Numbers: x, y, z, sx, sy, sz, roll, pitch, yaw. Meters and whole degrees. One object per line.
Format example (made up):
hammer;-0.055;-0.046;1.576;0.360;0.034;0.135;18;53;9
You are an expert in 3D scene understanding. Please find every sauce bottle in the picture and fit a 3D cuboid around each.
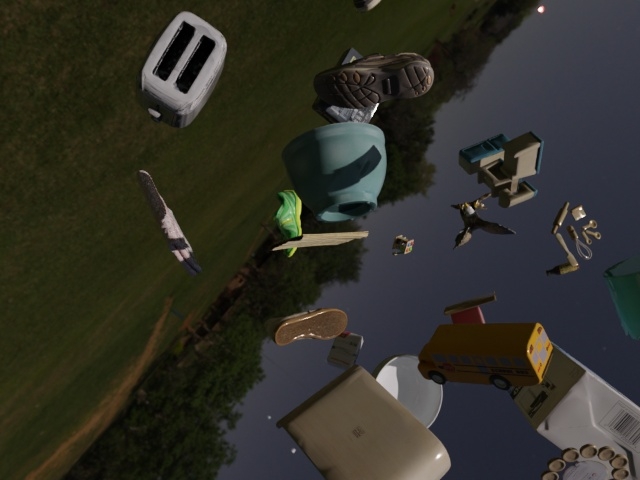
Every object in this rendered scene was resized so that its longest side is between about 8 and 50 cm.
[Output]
sauce bottle;1.010;0.121;2.037;0.128;0.042;0.042;-22;-168;11

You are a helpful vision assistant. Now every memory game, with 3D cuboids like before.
memory game;0.575;0.510;1.060;0.186;0.186;0.012;-47;-164;21

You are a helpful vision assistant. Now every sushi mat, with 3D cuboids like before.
sushi mat;0.000;0.000;1.536;0.151;0.019;0.316;-17;171;42

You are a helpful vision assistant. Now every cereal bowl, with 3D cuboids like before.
cereal bowl;0.344;0.653;2.091;0.339;0.339;0.141;-51;-171;-18

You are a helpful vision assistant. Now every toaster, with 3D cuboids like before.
toaster;-0.257;-0.327;0.920;0.227;0.129;0.146;-59;-162;-4

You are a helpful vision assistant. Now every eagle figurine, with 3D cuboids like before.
eagle figurine;0.658;-0.068;2.070;0.226;0.225;0.298;-55;-155;33

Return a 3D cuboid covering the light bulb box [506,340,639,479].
light bulb box;0.797;0.517;1.480;0.225;0.358;0.361;-54;179;8

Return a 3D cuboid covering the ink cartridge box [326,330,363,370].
ink cartridge box;0.096;0.424;1.871;0.056;0.099;0.135;73;37;-56

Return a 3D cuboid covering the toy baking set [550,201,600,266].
toy baking set;1.008;-0.031;1.925;0.256;0.196;0.030;-50;175;-21

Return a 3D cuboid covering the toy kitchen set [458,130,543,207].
toy kitchen set;0.403;-0.196;1.047;0.122;0.166;0.207;-22;-135;-5

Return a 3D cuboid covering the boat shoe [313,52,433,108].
boat shoe;0.158;-0.490;1.475;0.130;0.355;0.132;-84;170;-45

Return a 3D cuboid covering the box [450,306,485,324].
box;0.642;0.415;2.035;0.126;0.232;0.148;-18;152;17

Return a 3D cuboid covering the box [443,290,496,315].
box;0.587;0.246;1.911;0.201;0.021;0.164;-21;174;18

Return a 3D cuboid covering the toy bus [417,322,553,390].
toy bus;0.385;0.280;1.201;0.332;0.130;0.108;-12;-153;48

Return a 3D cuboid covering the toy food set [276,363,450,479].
toy food set;0.080;0.416;0.999;0.219;0.306;0.092;-29;135;-26

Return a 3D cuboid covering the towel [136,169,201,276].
towel;-0.554;-0.054;1.793;0.053;0.332;0.317;-28;156;-10

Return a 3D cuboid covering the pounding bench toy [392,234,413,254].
pounding bench toy;0.324;0.030;1.919;0.052;0.065;0.083;-17;125;-51

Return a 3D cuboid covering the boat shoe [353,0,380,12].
boat shoe;0.148;-0.726;1.255;0.102;0.092;0.285;21;-99;45

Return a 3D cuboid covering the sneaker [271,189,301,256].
sneaker;-0.146;-0.070;2.038;0.109;0.123;0.296;129;-38;-65

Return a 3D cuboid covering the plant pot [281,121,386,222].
plant pot;0.052;-0.165;1.340;0.293;0.196;0.293;-10;166;-2

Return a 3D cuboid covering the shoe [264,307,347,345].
shoe;-0.030;0.190;1.117;0.058;0.219;0.077;17;-77;48

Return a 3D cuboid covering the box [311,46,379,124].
box;0.103;-0.479;1.597;0.233;0.183;0.059;-62;-155;-10

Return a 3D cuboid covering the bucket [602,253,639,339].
bucket;0.936;0.130;1.328;0.281;0.183;0.281;-24;176;-2
